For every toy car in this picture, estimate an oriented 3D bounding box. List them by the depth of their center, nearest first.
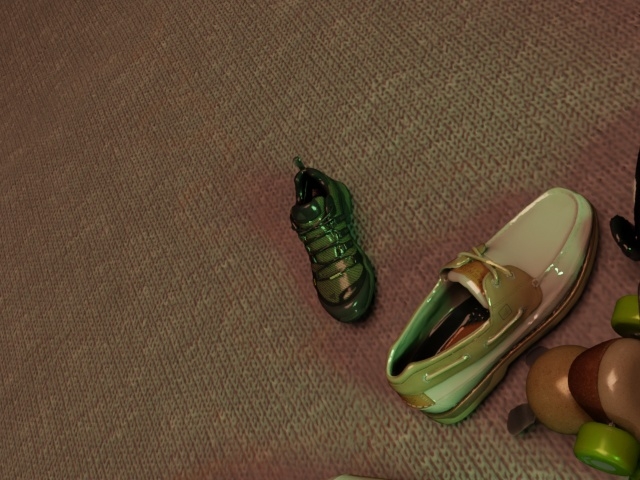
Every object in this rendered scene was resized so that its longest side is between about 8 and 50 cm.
[{"bbox_3d":[0.263,0.154,0.721,0.188,0.149,0.155,-16,44,59],"label":"toy car"}]

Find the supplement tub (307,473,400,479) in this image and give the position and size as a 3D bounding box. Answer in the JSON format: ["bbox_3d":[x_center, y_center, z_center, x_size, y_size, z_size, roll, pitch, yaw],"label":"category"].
[{"bbox_3d":[0.063,0.316,0.746,0.200,0.144,0.144,-5,65,34],"label":"supplement tub"}]

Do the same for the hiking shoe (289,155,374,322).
[{"bbox_3d":[0.000,0.000,0.964,0.086,0.114,0.227,-29,54,21],"label":"hiking shoe"}]

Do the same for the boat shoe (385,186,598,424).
[{"bbox_3d":[0.187,0.060,0.802,0.302,0.103,0.113,-55,37,-1],"label":"boat shoe"}]

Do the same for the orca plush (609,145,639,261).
[{"bbox_3d":[0.376,-0.060,0.713,0.151,0.102,0.287,16,58,16],"label":"orca plush"}]

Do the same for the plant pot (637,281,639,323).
[{"bbox_3d":[0.360,0.104,0.536,0.167,0.188,0.187,4,73,-4],"label":"plant pot"}]
